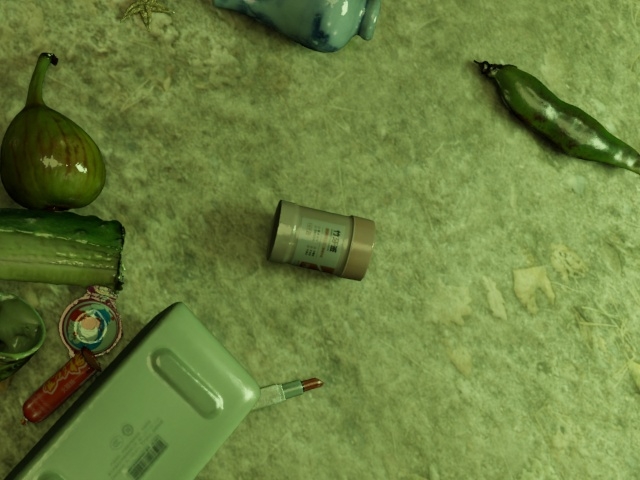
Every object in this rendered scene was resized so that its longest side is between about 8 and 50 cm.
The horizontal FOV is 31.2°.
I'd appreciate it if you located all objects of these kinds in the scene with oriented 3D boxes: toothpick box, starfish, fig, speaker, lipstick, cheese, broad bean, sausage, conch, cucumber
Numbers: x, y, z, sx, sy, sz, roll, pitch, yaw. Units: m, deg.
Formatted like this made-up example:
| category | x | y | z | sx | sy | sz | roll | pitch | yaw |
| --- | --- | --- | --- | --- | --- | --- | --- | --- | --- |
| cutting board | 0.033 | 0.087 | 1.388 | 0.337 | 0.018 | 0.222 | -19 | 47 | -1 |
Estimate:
| category | x | y | z | sx | sy | sz | roll | pitch | yaw |
| --- | --- | --- | --- | --- | --- | --- | --- | --- | --- |
| toothpick box | 0.000 | 0.000 | 1.755 | 0.149 | 0.098 | 0.098 | 13 | 79 | -8 |
| starfish | -0.279 | -0.372 | 1.797 | 0.086 | 0.016 | 0.092 | -17 | 91 | -15 |
| fig | -0.403 | -0.170 | 1.679 | 0.151 | 0.151 | 0.259 | -8 | 80 | -12 |
| speaker | -0.275 | 0.292 | 1.591 | 0.184 | 0.183 | 0.406 | 44 | 65 | -8 |
| lipstick | -0.056 | 0.231 | 1.744 | 0.129 | 0.030 | 0.030 | -14 | 85 | -13 |
| cheese | -0.334 | 0.110 | 1.701 | 0.095 | 0.038 | 0.145 | 18 | 80 | -8 |
| broad bean | 0.391 | -0.197 | 1.882 | 0.339 | 0.061 | 0.077 | 34 | 65 | -5 |
| sausage | -0.384 | 0.217 | 1.663 | 0.145 | 0.048 | 0.050 | -42 | 68 | 6 |
| conch | -0.507 | 0.127 | 1.627 | 0.187 | 0.124 | 0.181 | -22 | 74 | -41 |
| cucumber | -0.440 | 0.000 | 1.631 | 0.325 | 0.145 | 0.105 | 3 | 114 | -8 |

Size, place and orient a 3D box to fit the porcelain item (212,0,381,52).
| category | x | y | z | sx | sy | sz | roll | pitch | yaw |
| --- | --- | --- | --- | --- | --- | --- | --- | --- | --- |
| porcelain item | -0.036 | -0.378 | 1.789 | 0.259 | 0.141 | 0.141 | 17 | 79 | 0 |
